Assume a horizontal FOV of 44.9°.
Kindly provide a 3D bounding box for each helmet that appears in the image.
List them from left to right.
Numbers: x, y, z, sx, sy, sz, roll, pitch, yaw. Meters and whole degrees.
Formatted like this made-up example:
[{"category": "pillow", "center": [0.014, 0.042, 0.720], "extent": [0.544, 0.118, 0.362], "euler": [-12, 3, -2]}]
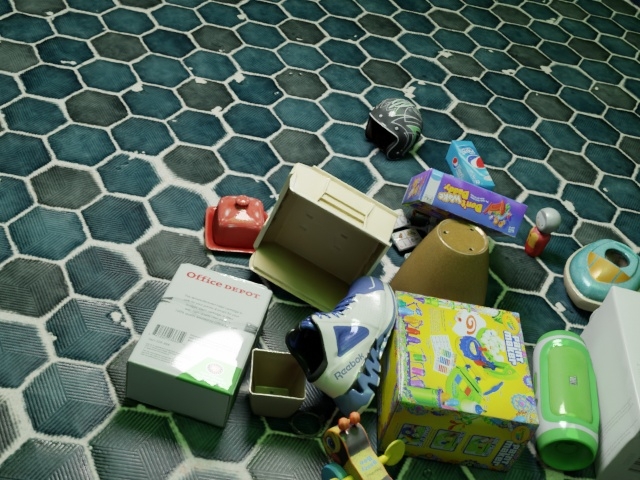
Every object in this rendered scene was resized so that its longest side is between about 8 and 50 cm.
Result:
[{"category": "helmet", "center": [0.219, -0.338, 2.269], "extent": [0.169, 0.162, 0.169], "euler": [8, 42, -7]}]

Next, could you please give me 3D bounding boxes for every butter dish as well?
[{"category": "butter dish", "center": [-0.194, -0.057, 1.874], "extent": [0.159, 0.118, 0.160], "euler": [6, 42, -12]}]

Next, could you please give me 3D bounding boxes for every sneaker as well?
[{"category": "sneaker", "center": [0.037, 0.177, 1.546], "extent": [0.182, 0.127, 0.316], "euler": [34, 45, -19]}]

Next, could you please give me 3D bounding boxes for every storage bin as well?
[{"category": "storage bin", "center": [0.000, 0.000, 1.727], "extent": [0.260, 0.262, 0.123], "euler": [29, 40, -1]}]

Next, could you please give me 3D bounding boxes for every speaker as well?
[{"category": "speaker", "center": [0.519, 0.335, 1.652], "extent": [0.131, 0.131, 0.297], "euler": [16, 41, 1]}]

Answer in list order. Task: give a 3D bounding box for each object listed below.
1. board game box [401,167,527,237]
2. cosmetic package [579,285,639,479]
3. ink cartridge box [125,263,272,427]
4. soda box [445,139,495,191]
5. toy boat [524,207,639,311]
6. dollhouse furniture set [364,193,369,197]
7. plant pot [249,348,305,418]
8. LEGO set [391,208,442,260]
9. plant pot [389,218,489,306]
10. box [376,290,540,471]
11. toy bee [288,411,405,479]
[{"category": "board game box", "center": [0.335, -0.086, 1.878], "extent": [0.233, 0.078, 0.347], "euler": [22, 1, -1]}, {"category": "cosmetic package", "center": [0.676, 0.312, 1.659], "extent": [0.156, 0.217, 0.385], "euler": [14, 44, -2]}, {"category": "ink cartridge box", "center": [-0.239, 0.204, 1.571], "extent": [0.211, 0.122, 0.289], "euler": [17, 42, 3]}, {"category": "soda box", "center": [0.433, -0.200, 2.250], "extent": [0.067, 0.071, 0.210], "euler": [0, 43, -16]}, {"category": "toy boat", "center": [0.680, 0.045, 1.997], "extent": [0.318, 0.148, 0.267], "euler": [34, 45, 20]}, {"category": "dollhouse furniture set", "center": [0.101, -0.042, 1.935], "extent": [0.129, 0.129, 0.183], "euler": [37, 46, 23]}, {"category": "plant pot", "center": [-0.091, 0.293, 1.538], "extent": [0.108, 0.096, 0.109], "euler": [8, 43, -8]}, {"category": "LEGO set", "center": [0.288, -0.014, 2.043], "extent": [0.244, 0.060, 0.183], "euler": [-17, 63, -29]}, {"category": "plant pot", "center": [0.284, 0.080, 1.764], "extent": [0.237, 0.254, 0.237], "euler": [8, 41, -7]}, {"category": "box", "center": [0.269, 0.285, 1.592], "extent": [0.279, 0.177, 0.290], "euler": [11, 41, -5]}, {"category": "toy bee", "center": [0.052, 0.402, 1.415], "extent": [0.298, 0.162, 0.195], "euler": [30, 45, 16]}]
